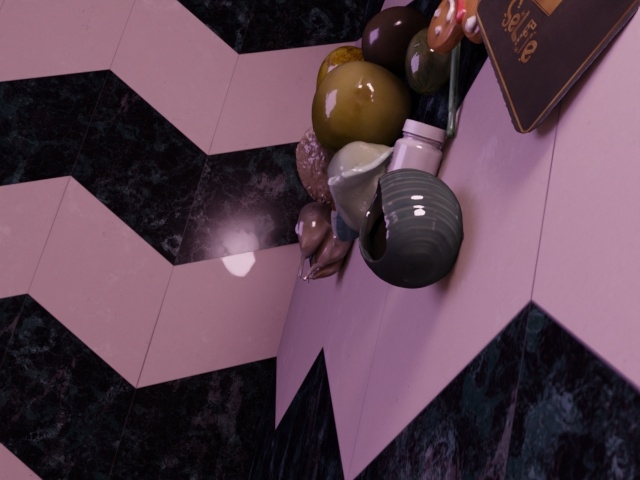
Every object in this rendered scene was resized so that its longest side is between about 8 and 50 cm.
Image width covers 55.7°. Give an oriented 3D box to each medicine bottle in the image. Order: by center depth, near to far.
[{"bbox_3d":[0.193,-0.150,1.264,0.103,0.103,0.186,-109,35,-77],"label":"medicine bottle"}]

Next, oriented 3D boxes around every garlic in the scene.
[{"bbox_3d":[0.000,0.000,2.041,0.237,0.210,0.292,-61,5,38],"label":"garlic"}]

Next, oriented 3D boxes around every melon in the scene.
[{"bbox_3d":[0.248,-0.409,1.360,0.114,0.114,0.167,138,145,-77],"label":"melon"}]

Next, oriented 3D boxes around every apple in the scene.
[{"bbox_3d":[0.115,-0.360,1.726,0.292,0.292,0.254,148,146,-79],"label":"apple"}]

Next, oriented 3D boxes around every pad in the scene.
[{"bbox_3d":[0.278,-0.328,0.874,0.315,0.063,0.375,120,157,-44],"label":"pad"}]

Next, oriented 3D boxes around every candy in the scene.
[{"bbox_3d":[0.285,-0.418,1.263,0.119,0.119,0.439,132,144,-74],"label":"candy"}]

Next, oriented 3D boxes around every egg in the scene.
[{"bbox_3d":[0.049,-0.274,2.048,0.279,0.279,0.310,-92,-1,-67],"label":"egg"}]

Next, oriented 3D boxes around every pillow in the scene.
[{"bbox_3d":[0.103,-0.105,1.701,0.214,0.086,0.233,-50,-31,-29],"label":"pillow"}]

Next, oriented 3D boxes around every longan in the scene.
[{"bbox_3d":[0.209,-0.561,1.714,0.212,0.198,0.197,118,166,-67],"label":"longan"}]

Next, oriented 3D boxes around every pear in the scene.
[{"bbox_3d":[0.113,-0.533,2.093,0.283,0.284,0.283,-164,90,-83],"label":"pear"}]

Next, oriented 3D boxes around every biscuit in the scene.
[{"bbox_3d":[0.291,-0.464,1.094,0.340,0.047,0.215,-32,46,59],"label":"biscuit"}]

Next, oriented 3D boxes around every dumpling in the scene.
[{"bbox_3d":[0.114,-0.148,1.442,0.320,0.212,0.269,-95,21,-68],"label":"dumpling"}]

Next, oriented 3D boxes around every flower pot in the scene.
[{"bbox_3d":[0.157,-0.023,1.054,0.243,0.157,0.189,-83,12,-55],"label":"flower pot"}]
